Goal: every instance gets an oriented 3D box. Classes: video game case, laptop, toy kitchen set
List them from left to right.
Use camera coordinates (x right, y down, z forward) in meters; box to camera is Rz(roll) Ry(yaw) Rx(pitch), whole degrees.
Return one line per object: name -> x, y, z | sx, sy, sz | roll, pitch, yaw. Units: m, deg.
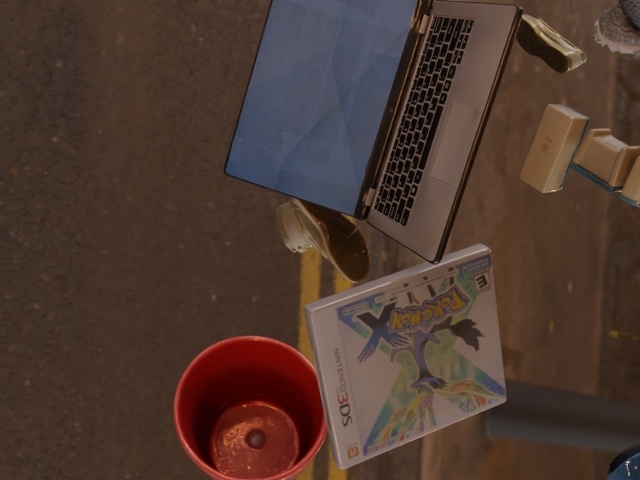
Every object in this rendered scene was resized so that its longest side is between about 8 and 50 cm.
laptop -> 0.058, -0.217, 1.427 | 0.236, 0.408, 0.381 | 12, 101, -24
video game case -> 0.150, 0.191, 1.508 | 0.329, 0.036, 0.299 | -18, 113, -19
toy kitchen set -> 0.433, -0.101, 1.333 | 0.166, 0.207, 0.122 | -6, 125, -37

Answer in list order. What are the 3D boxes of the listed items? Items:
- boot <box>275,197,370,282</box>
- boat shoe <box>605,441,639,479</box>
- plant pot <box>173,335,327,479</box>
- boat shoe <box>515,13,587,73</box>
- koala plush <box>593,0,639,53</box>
boot -> 0.000, 0.000, 1.735 | 0.077, 0.165, 0.213 | -33, 87, -27
boat shoe -> 0.485, 0.256, 1.164 | 0.089, 0.258, 0.109 | 5, 74, -85
plant pot -> -0.122, 0.342, 1.682 | 0.243, 0.275, 0.274 | 93, 16, -62
boat shoe -> 0.390, -0.344, 1.579 | 0.048, 0.153, 0.056 | -26, 142, -21
koala plush -> 0.475, -0.292, 1.151 | 0.203, 0.221, 0.196 | -71, -174, -48
